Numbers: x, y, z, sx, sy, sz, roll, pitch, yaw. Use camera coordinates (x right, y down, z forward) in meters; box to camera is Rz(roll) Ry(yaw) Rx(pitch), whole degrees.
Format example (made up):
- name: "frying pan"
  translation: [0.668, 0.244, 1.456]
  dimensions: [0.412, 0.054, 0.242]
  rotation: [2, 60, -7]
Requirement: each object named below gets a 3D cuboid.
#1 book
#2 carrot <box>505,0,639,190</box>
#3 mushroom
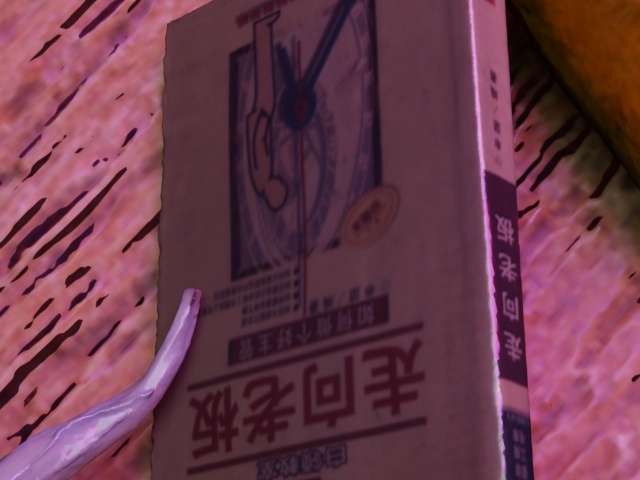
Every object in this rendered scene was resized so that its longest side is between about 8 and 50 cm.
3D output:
- name: "book"
  translation: [0.000, 0.000, 0.512]
  dimensions: [0.161, 0.026, 0.230]
  rotation: [-19, 64, 40]
- name: "carrot"
  translation: [0.087, -0.154, 0.550]
  dimensions: [0.114, 0.114, 0.301]
  rotation: [-32, 71, -3]
- name: "mushroom"
  translation: [-0.124, 0.145, 0.479]
  dimensions: [0.068, 0.043, 0.306]
  rotation: [23, 68, -9]
